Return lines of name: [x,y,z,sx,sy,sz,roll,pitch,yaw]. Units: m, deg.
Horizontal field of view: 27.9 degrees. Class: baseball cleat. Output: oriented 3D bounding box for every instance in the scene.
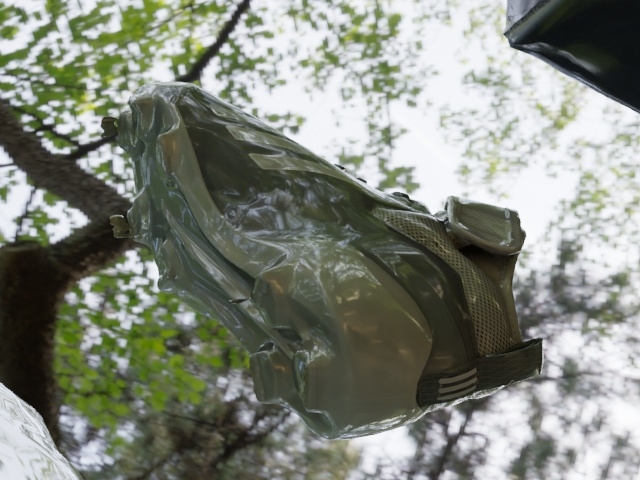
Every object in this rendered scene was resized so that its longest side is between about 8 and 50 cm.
baseball cleat: [0.000,0.000,0.441,0.109,0.206,0.072,-7,-57,-24]

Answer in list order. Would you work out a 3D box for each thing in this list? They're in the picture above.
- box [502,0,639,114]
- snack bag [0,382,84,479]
box: [0.308,-0.172,0.615,0.395,0.212,0.294,23,-127,-21]
snack bag: [-0.058,0.086,0.241,0.037,0.342,0.323,-43,-37,-7]
